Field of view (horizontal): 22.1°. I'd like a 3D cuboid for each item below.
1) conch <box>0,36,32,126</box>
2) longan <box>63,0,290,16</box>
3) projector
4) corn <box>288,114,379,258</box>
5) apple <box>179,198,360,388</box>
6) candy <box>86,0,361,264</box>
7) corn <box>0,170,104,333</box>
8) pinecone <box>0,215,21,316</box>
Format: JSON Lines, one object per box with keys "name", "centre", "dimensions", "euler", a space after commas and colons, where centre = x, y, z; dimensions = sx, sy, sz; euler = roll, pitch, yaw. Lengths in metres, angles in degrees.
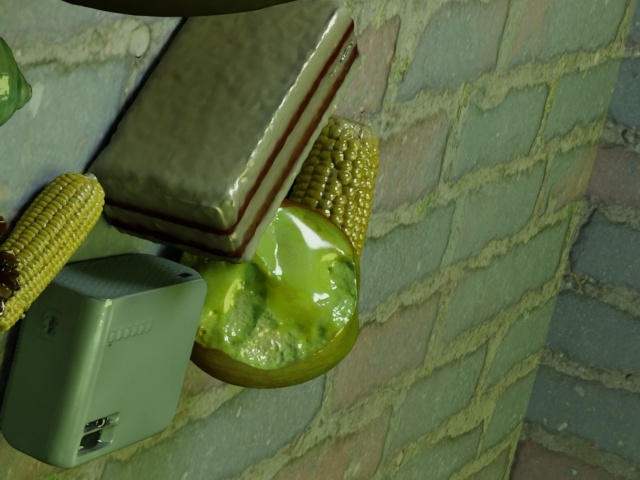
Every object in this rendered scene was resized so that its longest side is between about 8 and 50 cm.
{"name": "conch", "centre": [-0.329, -0.151, 1.388], "dimensions": [0.188, 0.122, 0.176], "euler": [50, 38, -69]}
{"name": "longan", "centre": [-0.097, -0.377, 1.323], "dimensions": [0.436, 0.404, 0.404], "euler": [-20, 130, -33]}
{"name": "projector", "centre": [-0.243, 0.129, 1.838], "dimensions": [0.250, 0.108, 0.198], "euler": [-14, 120, -66]}
{"name": "corn", "centre": [0.000, 0.000, 2.267], "dimensions": [0.130, 0.130, 0.347], "euler": [13, 94, -68]}
{"name": "apple", "centre": [-0.059, 0.063, 2.022], "dimensions": [0.246, 0.226, 0.246], "euler": [9, 90, -83]}
{"name": "candy", "centre": [-0.102, -0.140, 1.841], "dimensions": [0.321, 0.179, 0.135], "euler": [-61, 157, -22]}
{"name": "corn", "centre": [-0.290, 0.010, 1.677], "dimensions": [0.206, 0.067, 0.067], "euler": [-58, 155, -27]}
{"name": "pinecone", "centre": [-0.340, 0.026, 1.507], "dimensions": [0.140, 0.120, 0.140], "euler": [-45, 151, -33]}
